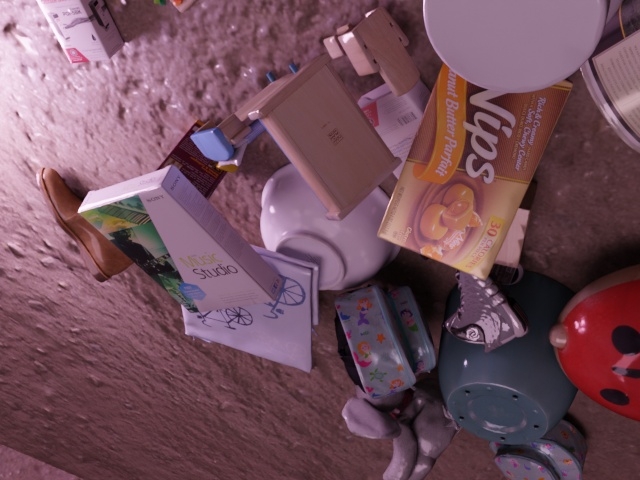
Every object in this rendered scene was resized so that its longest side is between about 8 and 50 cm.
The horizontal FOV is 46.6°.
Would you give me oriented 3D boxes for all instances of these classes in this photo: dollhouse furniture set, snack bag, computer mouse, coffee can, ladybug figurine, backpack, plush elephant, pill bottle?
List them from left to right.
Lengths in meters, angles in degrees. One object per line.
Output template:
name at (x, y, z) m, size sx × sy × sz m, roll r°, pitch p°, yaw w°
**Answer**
snack bag at (-0.151, 0.127, 1.519) m, size 0.322 × 0.037 × 0.343 m, roll 15°, pitch 137°, yaw 15°
dollhouse furniture set at (-0.014, -0.186, 1.204) m, size 0.198 × 0.286 × 0.303 m, roll 53°, pitch 161°, yaw -19°
backpack at (0.118, 0.193, 1.449) m, size 0.191 × 0.225 × 0.253 m, roll -20°, pitch 168°, yaw 7°
plush elephant at (0.166, 0.373, 1.634) m, size 0.255 × 0.272 × 0.330 m, roll 33°, pitch 140°, yaw 8°
computer mouse at (0.286, 0.024, 1.383) m, size 0.192 × 0.042 × 0.106 m, roll 23°, pitch 134°, yaw 13°
pill bottle at (0.239, -0.328, 0.814) m, size 0.204 × 0.361 × 0.204 m, roll 14°, pitch 137°, yaw 14°
backpack at (0.488, 0.474, 1.650) m, size 0.188 × 0.144 × 0.166 m, roll -19°, pitch 115°, yaw 36°
ladybug figurine at (0.604, 0.187, 1.209) m, size 0.448 × 0.162 × 0.305 m, roll 2°, pitch 113°, yaw 5°
coffee can at (0.481, -0.249, 0.886) m, size 0.201 × 0.202 × 0.275 m, roll 43°, pitch 136°, yaw -17°

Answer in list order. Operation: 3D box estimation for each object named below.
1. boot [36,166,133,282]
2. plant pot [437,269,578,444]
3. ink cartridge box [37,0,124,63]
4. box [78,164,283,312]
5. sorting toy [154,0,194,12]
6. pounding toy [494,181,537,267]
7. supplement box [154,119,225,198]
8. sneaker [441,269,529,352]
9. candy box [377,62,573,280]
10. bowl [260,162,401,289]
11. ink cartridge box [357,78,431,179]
boot at (-0.534, -0.052, 1.714) m, size 0.115 × 0.112 × 0.305 m, roll -25°, pitch 117°, yaw 8°
plant pot at (0.357, 0.239, 1.412) m, size 0.292 × 0.235 × 0.293 m, roll 14°, pitch 136°, yaw 14°
ink cartridge box at (-0.428, -0.392, 1.326) m, size 0.099 × 0.056 × 0.135 m, roll 1°, pitch 133°, yaw 28°
box at (-0.251, 0.012, 1.357) m, size 0.232 × 0.059 × 0.322 m, roll -12°, pitch 132°, yaw 37°
sorting toy at (-0.246, -0.411, 1.246) m, size 0.062 × 0.012 × 0.083 m, roll 44°, pitch 136°, yaw -18°
pounding toy at (0.302, -0.035, 1.262) m, size 0.100 × 0.141 × 0.130 m, roll 13°, pitch 122°, yaw 15°
supplement box at (-0.243, -0.124, 1.397) m, size 0.104 × 0.188 × 0.081 m, roll 33°, pitch 139°, yaw -6°
sneaker at (0.248, 0.096, 1.300) m, size 0.132 × 0.086 × 0.229 m, roll -39°, pitch 75°, yaw 21°
candy box at (0.228, -0.121, 1.124) m, size 0.182 × 0.087 × 0.317 m, roll 22°, pitch 107°, yaw 7°
bowl at (0.000, 0.000, 1.437) m, size 0.297 × 0.134 × 0.298 m, roll 14°, pitch 136°, yaw 14°
ink cartridge box at (0.157, -0.170, 1.235) m, size 0.115 × 0.067 × 0.198 m, roll -21°, pitch 118°, yaw 40°
